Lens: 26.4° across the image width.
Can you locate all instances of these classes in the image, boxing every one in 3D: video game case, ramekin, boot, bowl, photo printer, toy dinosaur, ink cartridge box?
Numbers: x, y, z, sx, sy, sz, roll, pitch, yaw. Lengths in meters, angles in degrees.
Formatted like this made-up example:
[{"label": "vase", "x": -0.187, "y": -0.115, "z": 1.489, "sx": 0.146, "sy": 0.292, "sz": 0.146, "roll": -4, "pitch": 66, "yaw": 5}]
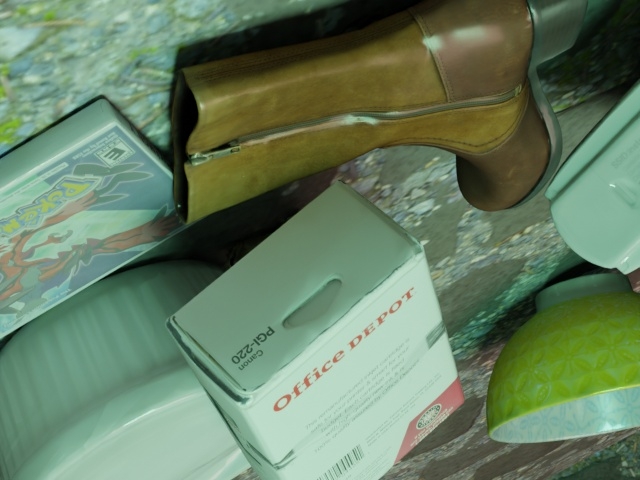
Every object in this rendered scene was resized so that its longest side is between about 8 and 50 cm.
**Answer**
[{"label": "video game case", "x": -0.188, "y": -0.002, "z": 0.897, "sx": 0.201, "sy": 0.023, "sz": 0.183, "roll": -31, "pitch": 158, "yaw": 4}, {"label": "ramekin", "x": -0.143, "y": 0.126, "z": 1.093, "sx": 0.273, "sy": 0.127, "sz": 0.273, "roll": -25, "pitch": 157, "yaw": -11}, {"label": "boot", "x": 0.037, "y": -0.063, "z": 0.932, "sx": 0.280, "sy": 0.096, "sz": 0.264, "roll": -24, "pitch": 158, "yaw": -16}, {"label": "bowl", "x": 0.325, "y": 0.129, "z": 1.599, "sx": 0.289, "sy": 0.156, "sz": 0.289, "roll": -9, "pitch": 161, "yaw": -3}, {"label": "photo printer", "x": 0.327, "y": -0.120, "z": 1.068, "sx": 0.256, "sy": 0.107, "sz": 0.307, "roll": -49, "pitch": 170, "yaw": 35}, {"label": "toy dinosaur", "x": 0.000, "y": 0.000, "z": 1.119, "sx": 0.092, "sy": 0.053, "sz": 0.183, "roll": -26, "pitch": 158, "yaw": 38}, {"label": "ink cartridge box", "x": 0.004, "y": 0.086, "z": 0.947, "sx": 0.158, "sy": 0.092, "sz": 0.218, "roll": -40, "pitch": 148, "yaw": -13}]
